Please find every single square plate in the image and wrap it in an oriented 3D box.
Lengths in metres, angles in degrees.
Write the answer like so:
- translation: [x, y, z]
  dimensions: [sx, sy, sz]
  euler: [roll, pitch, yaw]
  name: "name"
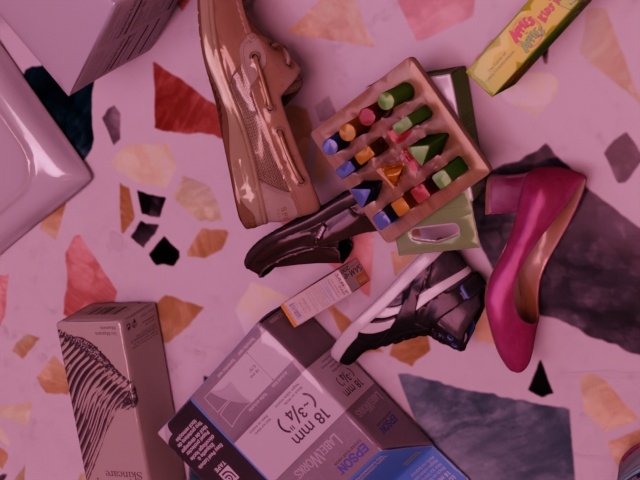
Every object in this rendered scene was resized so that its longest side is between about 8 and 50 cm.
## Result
- translation: [-0.535, -0.132, 1.821]
  dimensions: [0.347, 0.049, 0.344]
  euler: [-35, 90, 27]
  name: "square plate"

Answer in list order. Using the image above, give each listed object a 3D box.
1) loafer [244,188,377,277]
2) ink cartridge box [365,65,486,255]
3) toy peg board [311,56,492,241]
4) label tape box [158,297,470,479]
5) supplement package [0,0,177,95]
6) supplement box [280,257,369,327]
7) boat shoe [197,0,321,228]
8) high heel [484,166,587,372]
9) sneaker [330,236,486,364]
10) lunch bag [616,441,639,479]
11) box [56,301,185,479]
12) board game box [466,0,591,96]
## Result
- translation: [0.000, 0.000, 1.608]
  dimensions: [0.220, 0.080, 0.078]
  euler: [-28, 92, 27]
  name: "loafer"
- translation: [0.131, -0.094, 1.534]
  dimensions: [0.109, 0.062, 0.209]
  euler: [-6, 103, 25]
  name: "ink cartridge box"
- translation: [0.080, -0.095, 1.476]
  dimensions: [0.160, 0.079, 0.161]
  euler: [-35, 89, 29]
  name: "toy peg board"
- translation: [-0.012, 0.280, 1.682]
  dimensions: [0.333, 0.106, 0.240]
  euler: [45, 118, 6]
  name: "label tape box"
- translation: [-0.310, -0.350, 1.566]
  dimensions: [0.262, 0.145, 0.204]
  euler: [50, 144, 4]
  name: "supplement package"
- translation: [0.006, 0.066, 1.636]
  dimensions: [0.098, 0.062, 0.036]
  euler: [-32, 89, 27]
  name: "supplement box"
- translation: [-0.076, -0.189, 1.571]
  dimensions: [0.110, 0.121, 0.341]
  euler: [-12, 89, 0]
  name: "boat shoe"
- translation: [0.259, 0.036, 1.509]
  dimensions: [0.117, 0.082, 0.244]
  euler: [0, 92, 33]
  name: "high heel"
- translation: [0.116, 0.110, 1.591]
  dimensions: [0.121, 0.079, 0.217]
  euler: [46, 116, 7]
  name: "sneaker"
- translation: [0.481, 0.327, 1.480]
  dimensions: [0.224, 0.108, 0.279]
  euler: [-33, 90, 28]
  name: "lunch bag"
- translation: [-0.273, 0.227, 1.786]
  dimensions: [0.113, 0.094, 0.275]
  euler: [-4, 103, 24]
  name: "box"
- translation: [0.245, -0.243, 1.425]
  dimensions: [0.043, 0.092, 0.181]
  euler: [45, 117, 7]
  name: "board game box"
